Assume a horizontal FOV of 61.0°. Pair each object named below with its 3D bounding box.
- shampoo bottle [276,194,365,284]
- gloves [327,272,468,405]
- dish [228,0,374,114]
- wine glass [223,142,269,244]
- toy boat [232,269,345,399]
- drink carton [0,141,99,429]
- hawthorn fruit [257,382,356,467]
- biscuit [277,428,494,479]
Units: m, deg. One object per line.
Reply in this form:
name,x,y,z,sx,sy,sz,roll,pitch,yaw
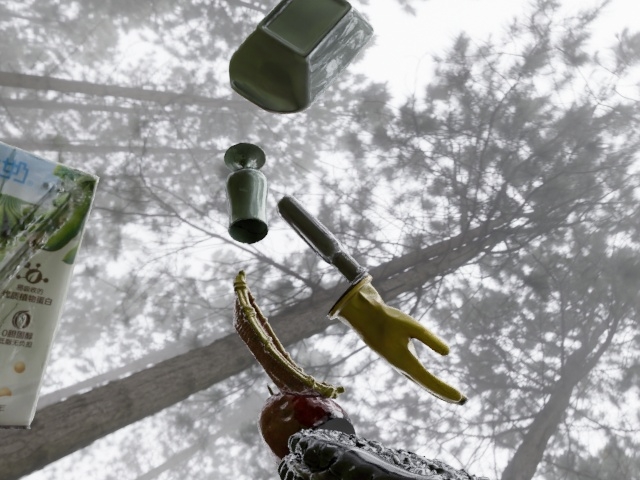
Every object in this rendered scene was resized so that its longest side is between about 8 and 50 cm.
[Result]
shampoo bottle,0.000,0.000,0.823,0.040,0.080,0.165,-43,-106,-6
gloves,0.156,0.202,1.022,0.294,0.133,0.116,43,-92,13
dish,-0.037,-0.295,0.808,0.154,0.064,0.234,35,-106,10
wine glass,-0.167,-0.107,1.225,0.103,0.103,0.231,-38,-137,34
toy boat,-0.090,0.204,1.074,0.099,0.141,0.318,-40,-102,-7
drink carton,-0.419,0.047,0.649,0.132,0.194,0.324,2,-104,42
hawthorn fruit,-0.051,0.396,1.170,0.251,0.190,0.189,34,-64,31
biscuit,0.064,0.172,0.363,0.195,0.194,0.053,7,-108,35
